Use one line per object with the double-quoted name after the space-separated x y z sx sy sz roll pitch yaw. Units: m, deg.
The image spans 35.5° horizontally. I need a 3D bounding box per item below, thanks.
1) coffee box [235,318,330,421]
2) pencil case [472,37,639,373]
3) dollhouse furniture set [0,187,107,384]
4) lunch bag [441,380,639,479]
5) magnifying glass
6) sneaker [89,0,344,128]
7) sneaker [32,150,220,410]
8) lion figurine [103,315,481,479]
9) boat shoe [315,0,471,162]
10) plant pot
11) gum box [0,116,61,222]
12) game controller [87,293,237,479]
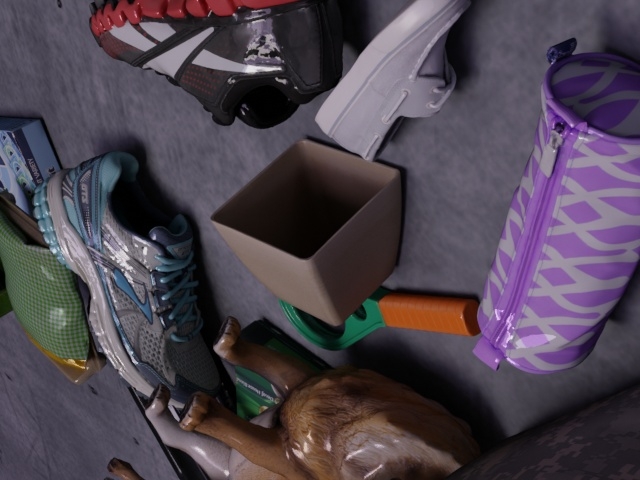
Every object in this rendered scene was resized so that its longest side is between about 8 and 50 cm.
-0.035 0.179 1.008 0.113 0.040 0.184 33 139 30 "coffee box"
0.149 -0.010 0.594 0.086 0.088 0.206 37 141 31 "pencil case"
-0.401 0.055 1.168 0.301 0.151 0.197 30 140 42 "dollhouse furniture set"
0.163 0.197 0.609 0.169 0.235 0.287 57 146 10 "lunch bag"
0.041 0.055 0.837 0.231 0.026 0.092 3 119 52 "magnifying glass"
-0.082 -0.147 0.760 0.276 0.097 0.135 4 117 48 "sneaker"
-0.173 0.040 1.005 0.122 0.110 0.283 -29 96 23 "sneaker"
-0.039 0.206 0.910 0.240 0.142 0.392 31 146 -15 "lion figurine"
0.056 -0.107 0.658 0.063 0.066 0.184 42 142 -2 "boat shoe"
0.000 0.000 0.779 0.109 0.109 0.096 23 146 39 "plant pot"
-0.370 -0.072 1.221 0.184 0.041 0.157 10 125 48 "gum box"
-0.157 0.178 1.155 0.166 0.067 0.319 -22 99 41 "game controller"
